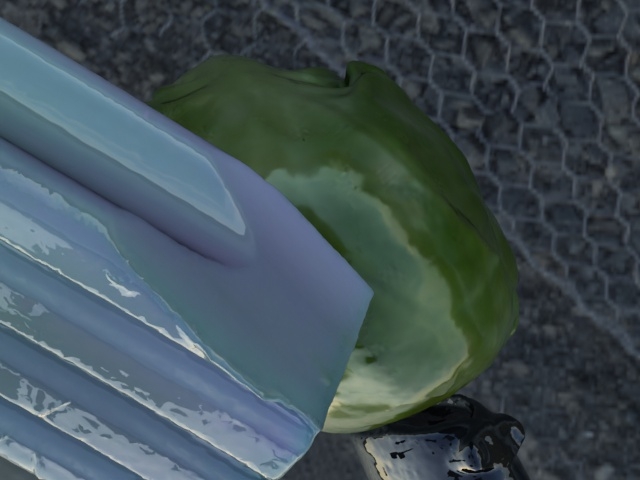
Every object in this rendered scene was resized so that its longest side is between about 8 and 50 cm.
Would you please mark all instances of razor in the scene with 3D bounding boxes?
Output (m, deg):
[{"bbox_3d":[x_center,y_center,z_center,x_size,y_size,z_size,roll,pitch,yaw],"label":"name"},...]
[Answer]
[{"bbox_3d":[0.150,0.310,1.289,0.204,0.113,0.349,-2,110,52],"label":"razor"}]

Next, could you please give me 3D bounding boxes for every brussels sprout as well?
[{"bbox_3d":[0.000,0.000,0.968,0.328,0.247,0.328,46,158,24],"label":"brussels sprout"}]

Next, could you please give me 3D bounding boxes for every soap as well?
[{"bbox_3d":[-0.158,0.009,0.695,0.347,0.115,0.208,31,134,-7],"label":"soap"}]
